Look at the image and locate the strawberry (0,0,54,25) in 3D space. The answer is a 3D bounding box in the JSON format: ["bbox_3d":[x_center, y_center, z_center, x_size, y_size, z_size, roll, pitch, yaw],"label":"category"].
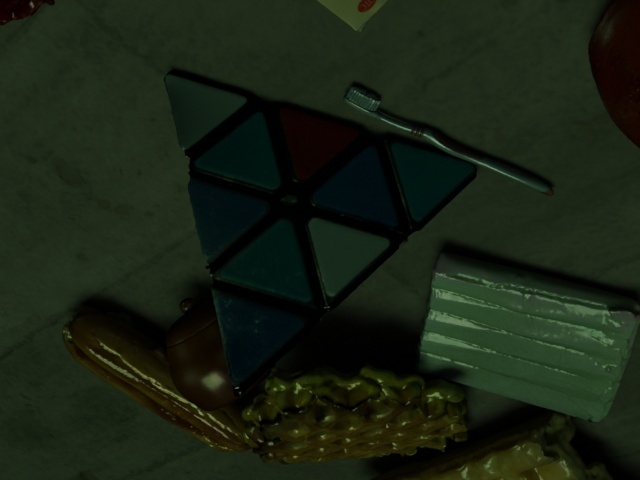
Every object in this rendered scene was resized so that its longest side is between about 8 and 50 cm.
[{"bbox_3d":[-0.263,-0.223,0.740,0.186,0.201,0.184,14,123,33],"label":"strawberry"}]

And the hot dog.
[{"bbox_3d":[-0.169,0.152,1.194,0.249,0.068,0.100,35,158,-12],"label":"hot dog"}]

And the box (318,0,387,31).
[{"bbox_3d":[0.033,-0.259,0.667,0.168,0.095,0.212,36,136,-17],"label":"box"}]

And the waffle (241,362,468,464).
[{"bbox_3d":[0.037,0.185,1.122,0.237,0.059,0.243,-6,154,-1],"label":"waffle"}]

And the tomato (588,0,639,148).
[{"bbox_3d":[0.281,-0.104,0.743,0.189,0.099,0.173,28,135,-13],"label":"tomato"}]

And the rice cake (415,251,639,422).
[{"bbox_3d":[0.193,0.093,1.029,0.198,0.037,0.189,11,138,7],"label":"rice cake"}]

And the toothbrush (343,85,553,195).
[{"bbox_3d":[0.107,-0.079,0.893,0.193,0.013,0.019,25,129,-7],"label":"toothbrush"}]

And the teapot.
[{"bbox_3d":[-0.105,0.103,1.100,0.173,0.116,0.116,-26,122,36],"label":"teapot"}]

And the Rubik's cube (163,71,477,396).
[{"bbox_3d":[0.000,0.000,0.986,0.250,0.284,0.234,-16,160,-11],"label":"Rubik's cube"}]

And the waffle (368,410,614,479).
[{"bbox_3d":[0.235,0.362,1.204,0.304,0.077,0.348,-32,99,42],"label":"waffle"}]
